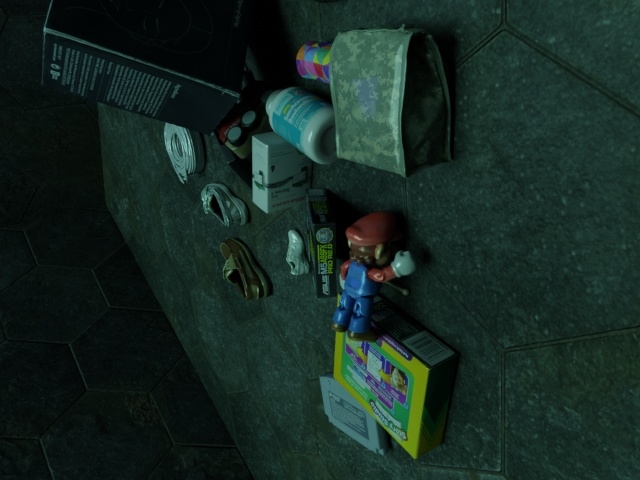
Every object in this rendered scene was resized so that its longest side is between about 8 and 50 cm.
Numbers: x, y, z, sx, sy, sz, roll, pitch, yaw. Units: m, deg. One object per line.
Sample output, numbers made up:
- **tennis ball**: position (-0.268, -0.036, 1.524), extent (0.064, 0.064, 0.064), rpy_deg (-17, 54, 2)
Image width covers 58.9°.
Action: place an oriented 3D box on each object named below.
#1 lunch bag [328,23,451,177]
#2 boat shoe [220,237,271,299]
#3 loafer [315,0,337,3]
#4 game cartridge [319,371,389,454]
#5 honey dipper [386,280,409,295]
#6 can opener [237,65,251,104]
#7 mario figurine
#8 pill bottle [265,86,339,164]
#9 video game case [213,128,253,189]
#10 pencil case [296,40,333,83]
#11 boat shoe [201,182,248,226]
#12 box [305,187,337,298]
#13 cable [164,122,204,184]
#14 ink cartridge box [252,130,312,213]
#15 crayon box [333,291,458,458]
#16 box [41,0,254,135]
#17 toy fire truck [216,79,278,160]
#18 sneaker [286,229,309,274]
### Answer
- **lunch bag**: position (0.143, -0.305, 1.191), extent (0.235, 0.169, 0.287), rpy_deg (25, 130, 50)
- **boat shoe**: position (-0.315, 0.109, 2.187), extent (0.324, 0.120, 0.122), rpy_deg (44, 139, 38)
- **loafer**: position (0.023, -0.666, 1.305), extent (0.078, 0.076, 0.223), rpy_deg (12, 114, 15)
- **game cartridge**: position (0.104, 0.532, 1.799), extent (0.294, 0.060, 0.196), rpy_deg (13, 120, 55)
- **honey dipper**: position (0.174, 0.108, 1.493), extent (0.161, 0.030, 0.030), rpy_deg (30, 129, 44)
- **can opener**: position (-0.258, -0.508, 1.852), extent (0.095, 0.076, 0.283), rpy_deg (58, -171, -82)
- **mario figurine**: position (0.137, 0.085, 1.410), extent (0.198, 0.170, 0.320), rpy_deg (15, 100, 14)
- **pill bottle**: position (-0.040, -0.316, 1.500), extent (0.264, 0.146, 0.146), rpy_deg (40, 137, 41)
- **video game case**: position (-0.302, -0.318, 1.890), extent (0.248, 0.035, 0.275), rpy_deg (63, -177, 15)
- **pencil case**: position (0.039, -0.419, 1.371), extent (0.236, 0.104, 0.104), rpy_deg (36, 134, 47)
- **boat shoe**: position (-0.393, -0.137, 2.202), extent (0.320, 0.103, 0.118), rpy_deg (36, 134, 45)
- **box**: position (0.000, 0.000, 1.565), extent (0.270, 0.060, 0.216), rpy_deg (-102, 10, -64)
- **cable**: position (-0.567, -0.399, 2.367), extent (0.257, 0.089, 0.257), rpy_deg (56, 145, 26)
- **ink cartridge box**: position (-0.111, -0.206, 1.659), extent (0.092, 0.160, 0.219), rpy_deg (39, 137, 43)
- **crayon box**: position (0.183, 0.340, 1.519), extent (0.363, 0.106, 0.313), rpy_deg (37, 136, 45)
- **box**: position (-0.448, -0.609, 1.535), extent (0.297, 0.472, 0.479), rpy_deg (-27, 54, 61)
- **toy fire truck**: position (-0.226, -0.379, 1.700), extent (0.246, 0.217, 0.158), rpy_deg (42, -179, 31)
- **sneaker**: position (-0.082, 0.040, 1.836), extent (0.054, 0.061, 0.152), rpy_deg (-13, 92, 61)
